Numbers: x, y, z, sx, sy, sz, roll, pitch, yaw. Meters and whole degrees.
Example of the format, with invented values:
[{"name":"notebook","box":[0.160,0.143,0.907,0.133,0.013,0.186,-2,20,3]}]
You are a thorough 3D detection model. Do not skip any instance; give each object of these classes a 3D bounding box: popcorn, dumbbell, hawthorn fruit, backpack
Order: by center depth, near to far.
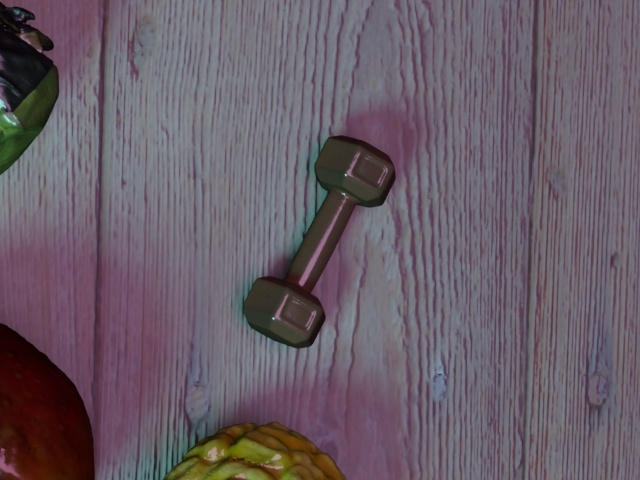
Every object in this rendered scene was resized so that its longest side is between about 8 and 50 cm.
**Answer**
[{"name":"hawthorn fruit","box":[-0.333,0.204,1.831,0.265,0.307,0.265,2,83,-19]},{"name":"backpack","box":[-0.373,-0.175,1.868,0.253,0.207,0.140,43,53,-8]},{"name":"popcorn","box":[-0.085,0.309,2.002,0.250,0.190,0.250,-5,99,-32]},{"name":"dumbbell","box":[0.000,0.000,2.081,0.092,0.082,0.231,31,79,-21]}]
